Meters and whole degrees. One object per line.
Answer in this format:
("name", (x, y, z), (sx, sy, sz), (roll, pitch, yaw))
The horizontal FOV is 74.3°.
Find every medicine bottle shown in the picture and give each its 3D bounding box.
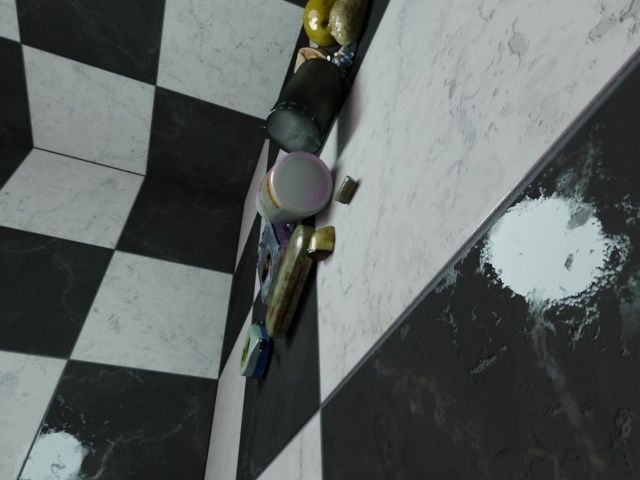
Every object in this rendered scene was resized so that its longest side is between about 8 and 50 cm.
("medicine bottle", (-0.111, -0.173, 1.551), (0.388, 0.219, 0.219), (165, 118, -73))

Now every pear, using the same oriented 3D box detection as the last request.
("pear", (0.028, -0.869, 1.662), (0.209, 0.209, 0.208), (-166, 90, -74))

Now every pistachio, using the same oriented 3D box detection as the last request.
("pistachio", (-0.025, -0.721, 1.772), (0.299, 0.188, 0.187), (-116, 43, -66))

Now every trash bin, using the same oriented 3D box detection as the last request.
("trash bin", (-0.044, -0.466, 1.468), (0.203, 0.252, 0.301), (61, -140, -45))

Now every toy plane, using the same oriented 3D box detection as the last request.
("toy plane", (0.057, -0.599, 1.617), (0.182, 0.107, 0.273), (26, 130, 32))

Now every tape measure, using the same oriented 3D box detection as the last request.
("tape measure", (-0.254, 0.469, 1.707), (0.351, 0.098, 0.215), (-152, 79, -77))

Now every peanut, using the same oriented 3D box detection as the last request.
("peanut", (0.101, -0.821, 1.534), (0.129, 0.129, 0.224), (-174, 100, -74))

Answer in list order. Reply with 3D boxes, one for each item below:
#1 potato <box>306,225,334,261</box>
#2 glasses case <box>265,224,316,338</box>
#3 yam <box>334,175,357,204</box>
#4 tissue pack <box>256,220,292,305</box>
("potato", (0.000, 0.000, 1.307), (0.096, 0.067, 0.103), (137, 146, -56))
("glasses case", (-0.105, 0.148, 1.471), (0.156, 0.098, 0.425), (-109, 35, -66))
("yam", (0.075, -0.145, 1.214), (0.043, 0.043, 0.094), (-94, 25, -47))
("tissue pack", (-0.176, 0.081, 1.717), (0.361, 0.122, 0.259), (-117, 39, -65))
